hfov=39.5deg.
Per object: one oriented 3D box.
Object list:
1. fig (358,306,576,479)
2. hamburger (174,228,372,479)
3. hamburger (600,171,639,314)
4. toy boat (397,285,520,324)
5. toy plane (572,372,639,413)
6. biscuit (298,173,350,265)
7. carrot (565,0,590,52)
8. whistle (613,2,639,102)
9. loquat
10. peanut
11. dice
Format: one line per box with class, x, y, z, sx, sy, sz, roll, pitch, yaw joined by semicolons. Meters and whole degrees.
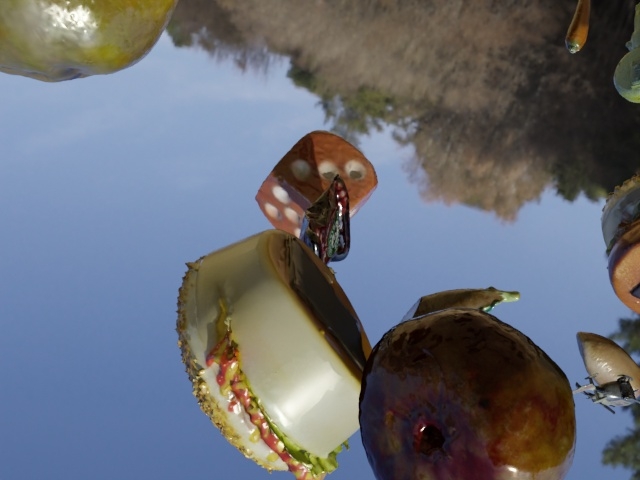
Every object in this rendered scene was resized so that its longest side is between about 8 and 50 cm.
fig;0.155;0.175;0.784;0.190;0.191;0.290;40;180;45
hamburger;-0.054;0.128;1.037;0.276;0.179;0.294;53;-167;-27
hamburger;0.673;0.000;1.687;0.290;0.291;0.225;16;-134;1
toy boat;0.166;0.140;1.334;0.099;0.293;0.108;35;-145;-8
toy plane;0.322;0.171;1.000;0.120;0.049;0.031;24;-133;-46
biscuit;0.000;0.006;1.389;0.063;0.151;0.235;15;-150;11
carrot;0.443;-0.374;1.520;0.035;0.035;0.142;18;-113;4
whistle;0.570;-0.336;1.569;0.104;0.198;0.057;-9;154;42
loquat;-0.261;-0.302;0.913;0.275;0.284;0.276;4;180;0
peanut;0.478;0.205;1.474;0.152;0.076;0.076;41;-159;-8
dice;-0.008;-0.101;1.753;0.179;0.175;0.174;41;-119;6
